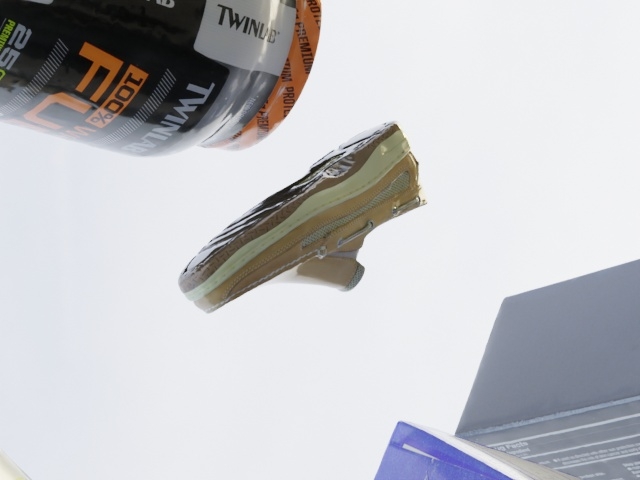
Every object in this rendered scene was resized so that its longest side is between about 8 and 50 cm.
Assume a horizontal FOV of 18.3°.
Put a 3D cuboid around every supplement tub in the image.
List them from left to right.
[{"bbox_3d":[-0.166,-0.164,1.270,0.316,0.193,0.194,14,-91,-37],"label":"supplement tub"}]

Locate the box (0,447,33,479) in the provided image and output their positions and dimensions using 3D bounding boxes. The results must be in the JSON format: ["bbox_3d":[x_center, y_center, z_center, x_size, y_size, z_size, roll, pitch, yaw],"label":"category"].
[{"bbox_3d":[-0.188,0.125,0.795,0.126,0.072,0.137,-43,-84,17],"label":"box"}]

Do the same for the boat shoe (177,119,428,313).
[{"bbox_3d":[0.000,0.000,1.176,0.190,0.068,0.072,-36,-78,-33],"label":"boat shoe"}]

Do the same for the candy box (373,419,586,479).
[{"bbox_3d":[0.108,0.268,1.151,0.317,0.122,0.268,24,-91,-56],"label":"candy box"}]

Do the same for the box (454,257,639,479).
[{"bbox_3d":[0.345,0.168,1.892,0.294,0.296,0.183,38,-124,-26],"label":"box"}]
